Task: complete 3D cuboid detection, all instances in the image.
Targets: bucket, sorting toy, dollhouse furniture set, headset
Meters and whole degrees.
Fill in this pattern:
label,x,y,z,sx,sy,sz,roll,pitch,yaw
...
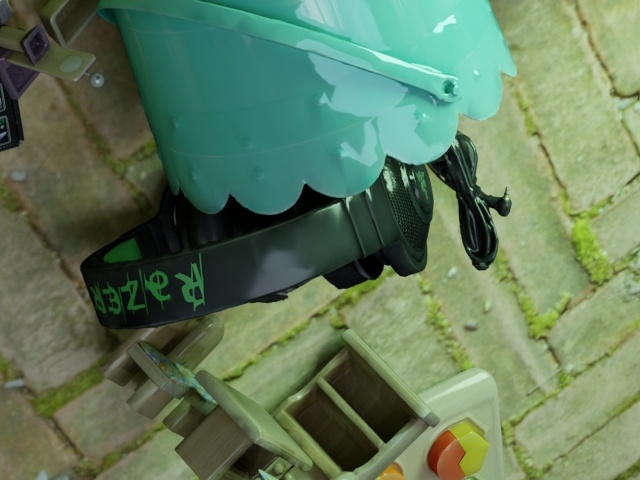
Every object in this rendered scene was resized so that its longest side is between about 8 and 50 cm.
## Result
label,x,y,z,sx,sy,sz,roll,pitch,yaw
bucket,-0.018,-0.163,1.327,0.281,0.281,0.183,-30,118,-14
sorting toy,0.094,0.241,1.772,0.193,0.038,0.208,-24,126,-18
dollhouse furniture set,-0.020,0.144,1.543,0.161,0.212,0.242,-45,156,0
headset,0.000,0.000,1.450,0.394,0.243,0.185,-30,105,-44
dollhouse furniture set,-0.171,-0.161,1.326,0.114,0.081,0.091,-56,146,-29

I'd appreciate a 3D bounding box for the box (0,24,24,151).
label,x,y,z,sx,sy,sz,roll,pitch,yaw
box,-0.312,-0.128,1.309,0.191,0.045,0.184,-18,126,-23
